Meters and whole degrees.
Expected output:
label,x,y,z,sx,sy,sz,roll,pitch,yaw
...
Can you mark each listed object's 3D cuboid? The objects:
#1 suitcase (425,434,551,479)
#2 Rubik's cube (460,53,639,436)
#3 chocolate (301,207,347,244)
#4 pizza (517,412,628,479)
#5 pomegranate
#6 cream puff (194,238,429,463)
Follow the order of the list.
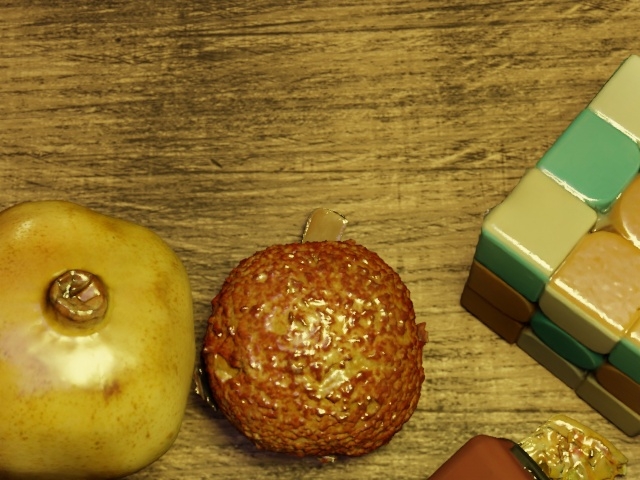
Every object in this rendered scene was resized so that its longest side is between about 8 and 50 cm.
label,x,y,z,sx,sy,sz,roll,pitch,yaw
suitcase,0.247,0.424,1.329,0.236,0.161,0.297,-47,47,11
Rubik's cube,0.439,0.020,1.433,0.344,0.346,0.347,40,78,14
chocolate,0.000,0.000,1.631,0.064,0.031,0.101,19,76,-9
pizza,0.331,0.350,1.467,0.226,0.069,0.147,-35,74,-9
pomegranate,-0.352,0.138,1.414,0.416,0.416,0.417,-1,70,3
cream puff,-0.002,0.144,1.458,0.350,0.228,0.350,5,67,-13
